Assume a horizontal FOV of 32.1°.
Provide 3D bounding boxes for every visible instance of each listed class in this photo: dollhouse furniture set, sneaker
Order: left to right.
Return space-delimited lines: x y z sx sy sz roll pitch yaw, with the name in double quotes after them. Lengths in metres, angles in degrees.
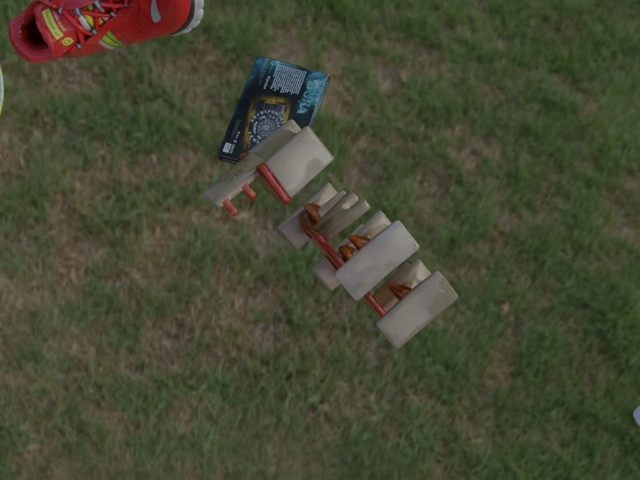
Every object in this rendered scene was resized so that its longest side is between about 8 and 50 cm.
-0.219 -0.223 1.103 0.118 0.279 0.107 -39 109 -35 "sneaker"
0.000 0.000 1.292 0.135 0.262 0.259 -41 110 -4 "dollhouse furniture set"

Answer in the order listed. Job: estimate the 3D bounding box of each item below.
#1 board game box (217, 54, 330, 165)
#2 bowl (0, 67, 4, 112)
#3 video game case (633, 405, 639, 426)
-0.072 -0.195 1.754 0.126 0.026 0.186 17 71 11 "board game box"
-0.542 -0.164 1.338 0.289 0.156 0.289 13 58 -22 "bowl"
0.414 0.137 1.030 0.173 0.190 0.022 29 26 -27 "video game case"
